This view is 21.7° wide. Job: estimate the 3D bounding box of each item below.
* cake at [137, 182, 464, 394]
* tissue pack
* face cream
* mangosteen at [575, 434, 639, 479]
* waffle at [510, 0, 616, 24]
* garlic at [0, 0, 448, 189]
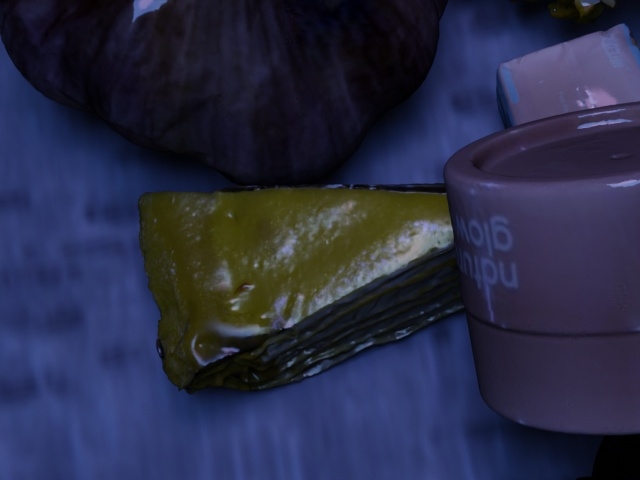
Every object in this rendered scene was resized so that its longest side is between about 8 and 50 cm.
[{"bbox_3d":[0.002,0.002,0.812,0.185,0.080,0.116,-32,58,4],"label":"cake"},{"bbox_3d":[0.130,-0.049,0.813,0.074,0.059,0.094,-19,70,3],"label":"tissue pack"},{"bbox_3d":[0.132,0.006,0.701,0.149,0.149,0.104,-10,104,2],"label":"face cream"},{"bbox_3d":[0.167,0.131,0.718,0.151,0.137,0.137,-42,67,26],"label":"mangosteen"},{"bbox_3d":[0.143,-0.205,0.822,0.193,0.070,0.197,-15,69,46],"label":"waffle"},{"bbox_3d":[-0.047,-0.147,0.815,0.245,0.160,0.245,0,78,0],"label":"garlic"}]
